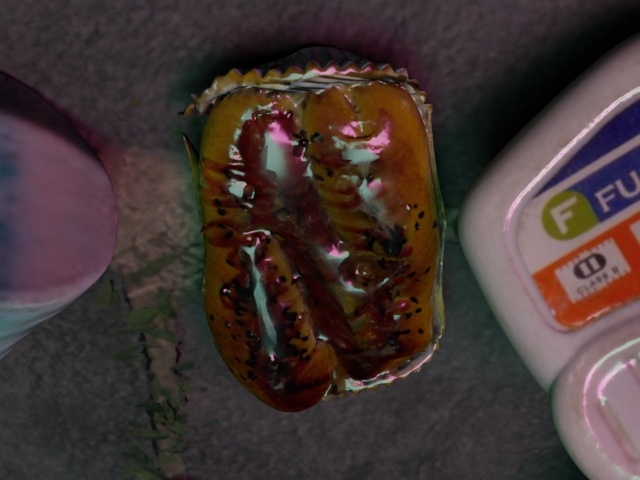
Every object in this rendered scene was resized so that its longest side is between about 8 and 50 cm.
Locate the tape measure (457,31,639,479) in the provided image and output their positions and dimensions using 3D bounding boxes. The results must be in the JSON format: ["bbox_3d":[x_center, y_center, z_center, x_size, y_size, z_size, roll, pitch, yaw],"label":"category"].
[{"bbox_3d":[0.231,0.010,0.773,0.258,0.130,0.265,-32,76,16],"label":"tape measure"}]

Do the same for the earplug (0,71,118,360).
[{"bbox_3d":[-0.286,0.053,0.872,0.185,0.185,0.324,30,128,-19],"label":"earplug"}]

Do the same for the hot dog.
[{"bbox_3d":[0.000,0.000,0.868,0.163,0.082,0.270,-4,125,3],"label":"hot dog"}]
